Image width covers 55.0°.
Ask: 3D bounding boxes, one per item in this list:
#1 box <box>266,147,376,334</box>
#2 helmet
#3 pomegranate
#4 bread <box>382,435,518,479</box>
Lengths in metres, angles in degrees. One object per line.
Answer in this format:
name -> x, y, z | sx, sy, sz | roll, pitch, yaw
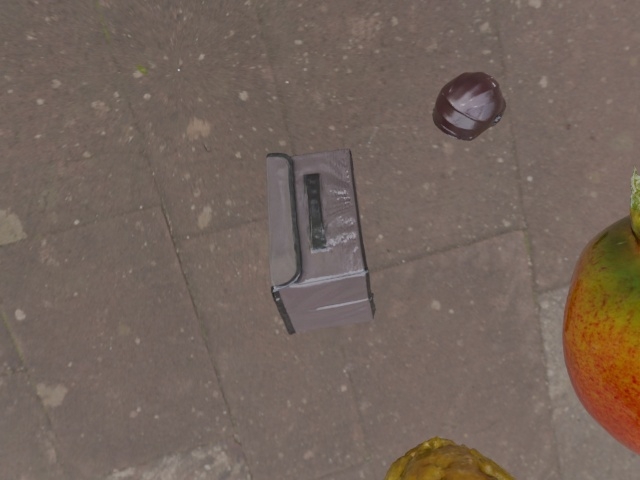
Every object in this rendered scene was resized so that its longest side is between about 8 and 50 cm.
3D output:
box -> 0.000, 0.000, 1.029 | 0.153, 0.252, 0.188 | -8, 149, 3
helmet -> 0.228, -0.214, 0.928 | 0.123, 0.070, 0.098 | -42, 69, -12
pomegranate -> 0.303, 0.059, 0.492 | 0.221, 0.221, 0.257 | -29, 119, -4
bread -> 0.100, 0.270, 0.445 | 0.139, 0.240, 0.240 | 11, 102, -5
